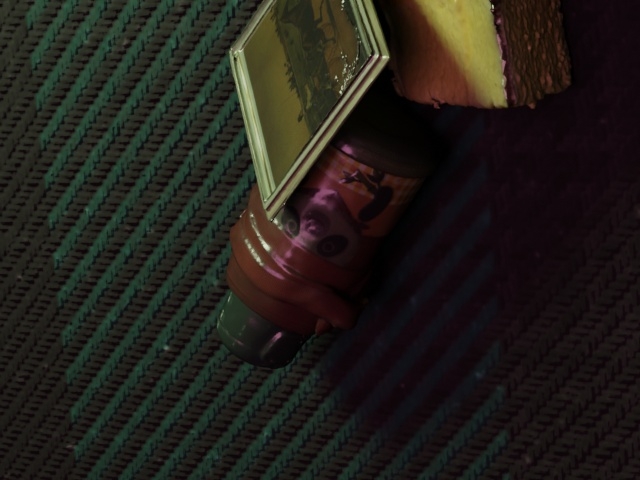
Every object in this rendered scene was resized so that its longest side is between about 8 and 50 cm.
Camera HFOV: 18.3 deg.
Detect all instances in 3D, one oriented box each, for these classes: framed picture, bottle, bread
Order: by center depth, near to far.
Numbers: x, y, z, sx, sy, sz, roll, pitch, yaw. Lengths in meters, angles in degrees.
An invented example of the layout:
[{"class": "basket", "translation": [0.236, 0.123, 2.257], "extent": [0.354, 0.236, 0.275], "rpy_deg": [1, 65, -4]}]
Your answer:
[{"class": "bread", "translation": [0.097, -0.222, 1.709], "extent": [0.178, 0.135, 0.240], "rpy_deg": [-8, 99, 33]}, {"class": "framed picture", "translation": [-0.018, -0.165, 1.770], "extent": [0.197, 0.014, 0.252], "rpy_deg": [-53, 31, 29]}, {"class": "bottle", "translation": [0.000, 0.000, 1.817], "extent": [0.156, 0.143, 0.271], "rpy_deg": [52, 123, 42]}]
